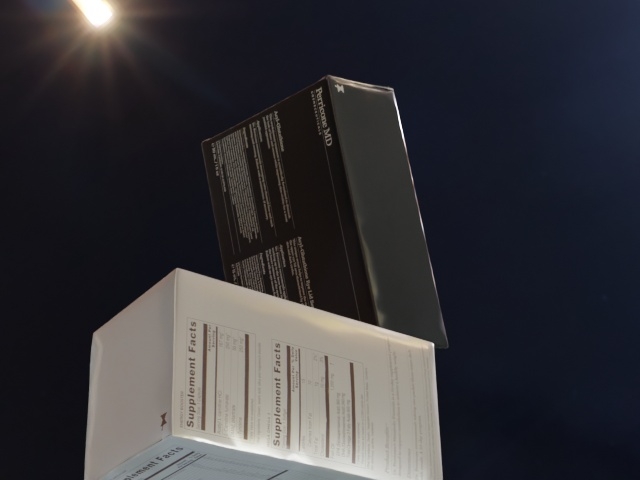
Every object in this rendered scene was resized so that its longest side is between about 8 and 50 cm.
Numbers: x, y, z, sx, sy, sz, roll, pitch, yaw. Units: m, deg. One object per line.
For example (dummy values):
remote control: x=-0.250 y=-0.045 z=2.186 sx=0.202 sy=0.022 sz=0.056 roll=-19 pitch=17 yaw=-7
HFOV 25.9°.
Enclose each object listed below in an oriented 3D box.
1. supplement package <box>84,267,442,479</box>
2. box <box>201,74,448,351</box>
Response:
supplement package: x=-0.043 y=0.133 z=1.081 sx=0.139 sy=0.244 sz=0.133 roll=-35 pitch=-133 yaw=44
box: x=0.000 y=0.000 z=1.335 sx=0.184 sy=0.103 sz=0.261 roll=-23 pitch=-108 yaw=43
